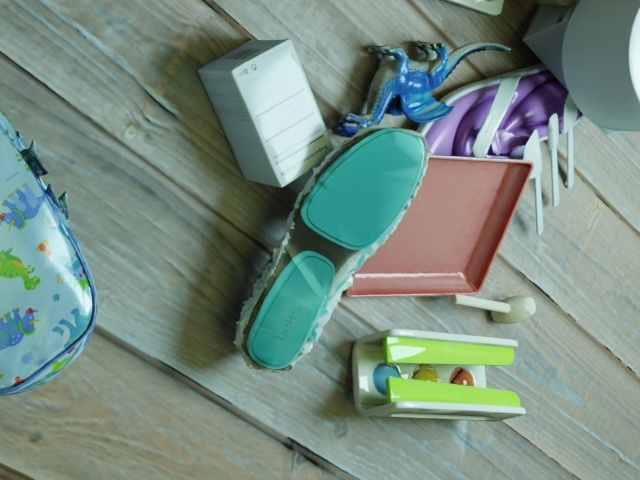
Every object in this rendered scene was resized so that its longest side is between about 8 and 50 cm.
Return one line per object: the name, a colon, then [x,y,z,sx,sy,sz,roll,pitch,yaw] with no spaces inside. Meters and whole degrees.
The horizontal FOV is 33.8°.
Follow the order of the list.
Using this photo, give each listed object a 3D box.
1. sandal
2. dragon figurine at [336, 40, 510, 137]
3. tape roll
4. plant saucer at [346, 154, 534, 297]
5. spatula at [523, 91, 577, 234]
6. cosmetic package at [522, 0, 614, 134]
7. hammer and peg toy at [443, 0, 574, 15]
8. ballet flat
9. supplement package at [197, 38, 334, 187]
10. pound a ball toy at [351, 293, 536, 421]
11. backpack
sandal: [0.301,-0.188,1.702,0.416,0.102,0.169,-34,115,-27]
dragon figurine: [0.149,-0.228,1.609,0.289,0.085,0.144,-12,108,-24]
tape roll: [0.515,-0.284,1.599,0.246,0.169,0.246,-4,99,-22]
plant saucer: [0.176,-0.028,1.640,0.259,0.047,0.258,0,124,-29]
spatula: [0.385,-0.126,1.757,0.168,0.019,0.242,-53,150,-27]
cosmetic package: [0.455,-0.304,1.736,0.238,0.107,0.127,43,56,-18]
hammer and peg toy: [0.235,-0.484,1.592,0.361,0.127,0.265,8,92,-33]
ballet flat: [0.000,0.000,1.508,0.147,0.147,0.409,31,97,-33]
supplement package: [-0.074,-0.178,1.469,0.105,0.105,0.179,-34,116,-25]
pound a ball toy: [0.205,0.188,1.726,0.319,0.136,0.208,8,70,-33]
backpack: [-0.416,0.017,1.227,0.290,0.273,0.355,-39,130,-28]
